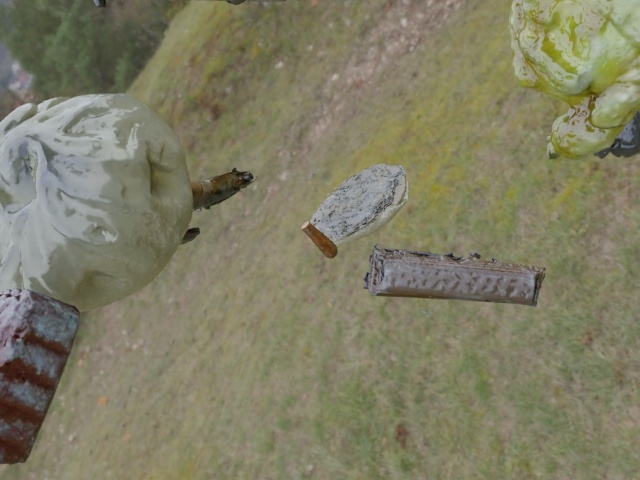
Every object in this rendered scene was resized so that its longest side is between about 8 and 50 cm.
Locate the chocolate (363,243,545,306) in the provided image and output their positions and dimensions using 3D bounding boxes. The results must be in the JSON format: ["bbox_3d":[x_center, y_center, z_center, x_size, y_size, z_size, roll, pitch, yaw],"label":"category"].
[{"bbox_3d":[0.245,0.074,1.422,0.065,0.329,0.102,-88,4,-62],"label":"chocolate"}]

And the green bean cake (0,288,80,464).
[{"bbox_3d":[-0.387,0.157,0.943,0.232,0.097,0.199,-4,62,57],"label":"green bean cake"}]

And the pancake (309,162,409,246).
[{"bbox_3d":[0.084,-0.080,1.817,0.282,0.049,0.282,-25,31,16],"label":"pancake"}]

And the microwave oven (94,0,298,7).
[{"bbox_3d":[-0.090,-0.360,0.561,0.394,0.247,0.333,-123,31,-81],"label":"microwave oven"}]

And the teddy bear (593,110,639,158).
[{"bbox_3d":[0.642,-0.247,1.534,0.251,0.171,0.144,-45,-40,-51],"label":"teddy bear"}]

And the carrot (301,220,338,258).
[{"bbox_3d":[0.000,0.000,1.503,0.032,0.093,0.032,-33,28,20],"label":"carrot"}]

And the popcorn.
[{"bbox_3d":[0.395,-0.298,1.066,0.335,0.279,0.274,-35,6,34],"label":"popcorn"}]

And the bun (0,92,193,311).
[{"bbox_3d":[-0.373,-0.063,1.153,0.359,0.211,0.360,-3,82,18],"label":"bun"}]

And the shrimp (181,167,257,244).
[{"bbox_3d":[-0.255,-0.074,1.744,0.058,0.296,0.169,39,126,21],"label":"shrimp"}]
